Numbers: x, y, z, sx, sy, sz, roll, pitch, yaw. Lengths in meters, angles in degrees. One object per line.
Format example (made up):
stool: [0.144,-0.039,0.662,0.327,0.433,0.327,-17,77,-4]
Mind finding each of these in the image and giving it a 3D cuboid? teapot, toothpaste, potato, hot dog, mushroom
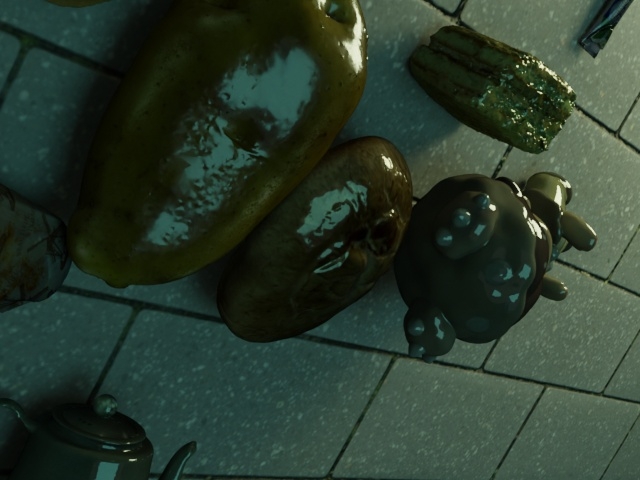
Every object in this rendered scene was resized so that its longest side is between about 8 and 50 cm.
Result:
teapot: [-0.253,0.230,1.017,0.239,0.162,0.149,17,97,-18]
toothpaste: [0.424,-0.338,1.369,0.045,0.028,0.170,27,100,-44]
potato: [-0.094,-0.109,0.911,0.369,0.176,0.195,-54,162,-1]
hot dog: [-0.298,-0.001,0.824,0.253,0.069,0.131,31,77,-67]
mushroom: [0.000,0.000,1.091,0.278,0.146,0.278,-38,160,-17]

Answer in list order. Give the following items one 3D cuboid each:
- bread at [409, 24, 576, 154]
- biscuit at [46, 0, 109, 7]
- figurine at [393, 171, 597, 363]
bread: [0.210,-0.186,1.182,0.196,0.138,0.102,22,96,-49]
biscuit: [-0.163,-0.327,0.790,0.288,0.044,0.202,-54,140,2]
figurine: [0.240,0.005,1.314,0.380,0.203,0.248,-23,139,-48]
